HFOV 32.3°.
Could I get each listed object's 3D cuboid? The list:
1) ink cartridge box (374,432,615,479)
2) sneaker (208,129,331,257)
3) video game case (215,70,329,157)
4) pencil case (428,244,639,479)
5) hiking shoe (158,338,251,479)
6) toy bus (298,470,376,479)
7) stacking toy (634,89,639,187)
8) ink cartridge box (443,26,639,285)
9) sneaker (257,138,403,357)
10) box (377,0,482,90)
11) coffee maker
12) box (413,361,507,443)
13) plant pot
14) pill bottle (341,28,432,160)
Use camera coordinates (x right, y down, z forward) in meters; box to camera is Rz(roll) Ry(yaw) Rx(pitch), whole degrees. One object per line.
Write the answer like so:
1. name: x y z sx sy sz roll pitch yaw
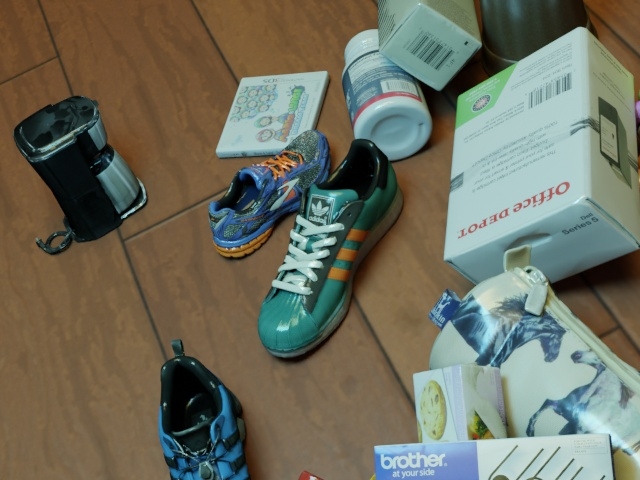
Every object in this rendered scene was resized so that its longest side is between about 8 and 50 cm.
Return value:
1. ink cartridge box: 0.154 0.225 0.971 0.207 0.046 0.097 -6 73 14
2. sneaker: -0.067 -0.074 1.494 0.083 0.087 0.221 25 64 35
3. video game case: -0.069 -0.187 1.638 0.143 0.019 0.157 -1 51 21
4. pencil case: 0.277 0.185 1.069 0.160 0.183 0.410 -16 40 -29
5. hiking shoe: -0.127 0.261 1.200 0.113 0.132 0.304 -24 47 1
6. toy bus: 0.045 0.318 1.100 0.202 0.104 0.190 -3 84 -7
7. stacking toy: 0.444 -0.160 1.345 0.166 0.175 0.301 24 77 43
8. ink cartridge box: 0.262 -0.088 1.309 0.198 0.115 0.272 -27 40 38
9. sneaker: 0.000 0.000 1.380 0.108 0.121 0.302 13 57 30
10. box: 0.148 -0.333 1.561 0.094 0.113 0.275 -48 21 30
11. coffee maker: -0.352 -0.089 1.556 0.120 0.178 0.171 20 61 34
12. box: 0.142 0.278 1.029 0.067 0.063 0.323 -20 67 46
13. plant pot: 0.288 -0.325 1.515 0.167 0.165 0.167 -11 48 12
14. pill bottle: 0.086 -0.207 1.532 0.108 0.108 0.180 -17 47 7
